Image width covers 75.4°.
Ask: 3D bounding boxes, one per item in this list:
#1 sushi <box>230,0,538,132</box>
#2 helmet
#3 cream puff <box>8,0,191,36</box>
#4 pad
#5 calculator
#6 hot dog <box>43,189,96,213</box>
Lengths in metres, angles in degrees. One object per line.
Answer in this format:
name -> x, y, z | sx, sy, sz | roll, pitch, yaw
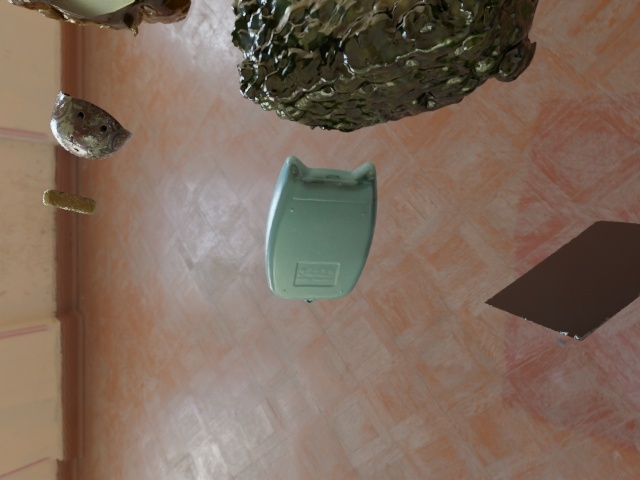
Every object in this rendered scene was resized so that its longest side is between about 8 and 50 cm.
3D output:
sushi -> 0.058, -0.300, 0.500 | 0.352, 0.178, 0.294 | -4, 86, 35
helmet -> -0.502, -0.232, 0.888 | 0.107, 0.153, 0.177 | -61, 30, -6
cream puff -> -0.248, -0.333, 0.427 | 0.241, 0.269, 0.155 | -38, 58, 18
pad -> 0.364, 0.041, 0.555 | 0.004, 0.243, 0.164 | 61, 169, -16
calculator -> 0.000, 0.000, 0.967 | 0.054, 0.256, 0.386 | -108, 23, -55
hot dog -> -0.465, -0.071, 0.764 | 0.034, 0.090, 0.030 | 1, 81, 34
